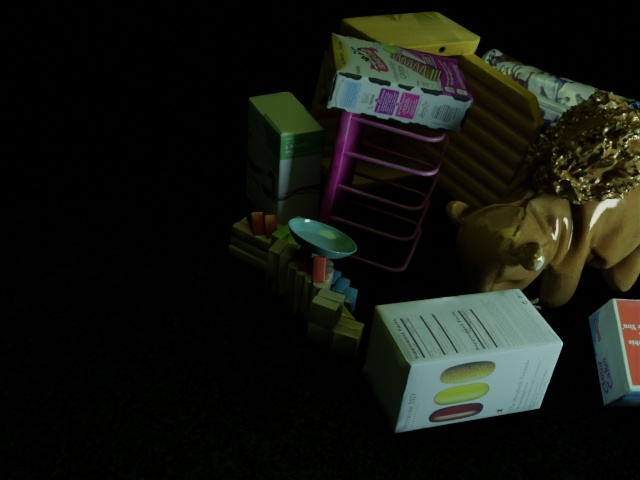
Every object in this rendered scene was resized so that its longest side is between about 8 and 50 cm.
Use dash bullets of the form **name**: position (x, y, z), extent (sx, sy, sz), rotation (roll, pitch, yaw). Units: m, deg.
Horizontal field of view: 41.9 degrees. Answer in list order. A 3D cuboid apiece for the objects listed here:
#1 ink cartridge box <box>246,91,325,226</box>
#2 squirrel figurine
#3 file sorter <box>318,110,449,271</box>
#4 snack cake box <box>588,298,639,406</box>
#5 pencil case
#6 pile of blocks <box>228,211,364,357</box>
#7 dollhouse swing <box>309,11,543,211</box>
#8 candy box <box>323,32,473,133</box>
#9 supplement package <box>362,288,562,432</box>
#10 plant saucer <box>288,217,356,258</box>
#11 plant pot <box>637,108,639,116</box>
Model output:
- **ink cartridge box**: position (-0.070, -0.142, 1.566), extent (0.092, 0.220, 0.160), rotation (-12, 38, -23)
- **squirrel figurine**: position (0.385, -0.068, 1.404), extent (0.370, 0.397, 0.281), rotation (-14, 45, -40)
- **file sorter**: position (0.119, -0.120, 1.516), extent (0.182, 0.291, 0.202), rotation (18, 35, 8)
- **snack cake box**: position (0.571, 0.180, 1.306), extent (0.264, 0.089, 0.152), rotation (4, 64, -8)
- **pencil case**: position (0.559, -0.331, 2.034), extent (0.410, 0.160, 0.183), rotation (27, 6, 23)
- **pile of blocks**: position (-0.020, 0.039, 1.404), extent (0.148, 0.113, 0.362), rotation (-15, 41, -31)
- **dollhouse swing**: position (0.190, -0.209, 1.626), extent (0.315, 0.347, 0.305), rotation (-13, 50, -29)
- **candy box**: position (0.126, -0.268, 1.411), extent (0.233, 0.071, 0.159), rotation (8, 36, -10)
- **supplement package**: position (0.204, 0.174, 1.234), extent (0.244, 0.139, 0.134), rotation (-6, 36, -19)
- **plant saucer**: position (0.000, 0.000, 1.355), extent (0.119, 0.021, 0.119), rotation (20, 19, -7)
- **plant pot**: position (0.597, -0.098, 1.636), extent (0.196, 0.293, 0.293), rotation (-18, 35, 6)
